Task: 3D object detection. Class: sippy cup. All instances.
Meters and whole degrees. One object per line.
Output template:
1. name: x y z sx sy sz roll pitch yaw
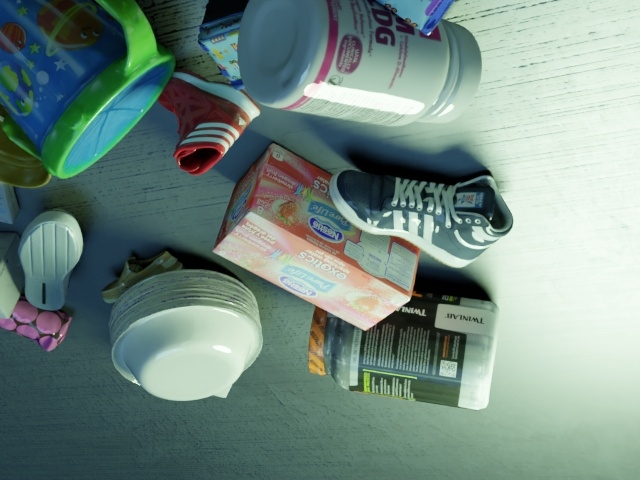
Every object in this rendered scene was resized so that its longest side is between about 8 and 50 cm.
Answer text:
1. sippy cup: -0.358 -0.242 1.384 0.224 0.240 0.305 43 101 0

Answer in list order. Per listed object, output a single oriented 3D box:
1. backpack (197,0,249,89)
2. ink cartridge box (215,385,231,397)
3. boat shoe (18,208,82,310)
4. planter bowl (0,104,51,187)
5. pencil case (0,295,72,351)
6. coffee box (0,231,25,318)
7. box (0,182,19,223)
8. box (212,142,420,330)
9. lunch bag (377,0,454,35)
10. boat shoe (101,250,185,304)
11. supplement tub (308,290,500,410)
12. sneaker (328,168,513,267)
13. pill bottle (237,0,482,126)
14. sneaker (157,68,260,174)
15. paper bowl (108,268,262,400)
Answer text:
1. backpack: -0.061 -0.260 1.351 0.158 0.116 0.173 -8 140 28
2. ink cartridge box: -0.272 0.249 2.098 0.198 0.067 0.115 21 142 -5
3. boat shoe: -0.500 0.020 1.865 0.109 0.094 0.302 13 144 -13
4. planter bowl: -0.509 -0.185 1.605 0.217 0.090 0.217 18 151 10
5. pencil case: -0.630 0.161 2.092 0.209 0.095 0.098 25 106 -10
6. coffee box: -0.702 0.062 1.952 0.247 0.141 0.098 3 141 17
7. box: -0.623 -0.113 1.788 0.145 0.038 0.186 12 141 6
8. box: 0.000 0.000 1.624 0.300 0.154 0.142 28 141 -17
9. lunch bag: 0.122 -0.414 1.102 0.221 0.138 0.293 31 130 -16
10. boat shoe: -0.346 0.062 1.901 0.190 0.068 0.072 -22 117 24
11. supplement tub: 0.147 0.182 1.768 0.316 0.193 0.193 8 142 9
12. sneaker: 0.162 -0.059 1.536 0.282 0.099 0.153 24 147 -22
13. pill bottle: 0.055 -0.226 1.237 0.283 0.160 0.160 3 155 -39
14. sneaker: -0.194 -0.169 1.443 0.221 0.128 0.087 15 155 51
15. paper bowl: -0.249 0.194 1.887 0.284 0.148 0.284 -9 141 -7
